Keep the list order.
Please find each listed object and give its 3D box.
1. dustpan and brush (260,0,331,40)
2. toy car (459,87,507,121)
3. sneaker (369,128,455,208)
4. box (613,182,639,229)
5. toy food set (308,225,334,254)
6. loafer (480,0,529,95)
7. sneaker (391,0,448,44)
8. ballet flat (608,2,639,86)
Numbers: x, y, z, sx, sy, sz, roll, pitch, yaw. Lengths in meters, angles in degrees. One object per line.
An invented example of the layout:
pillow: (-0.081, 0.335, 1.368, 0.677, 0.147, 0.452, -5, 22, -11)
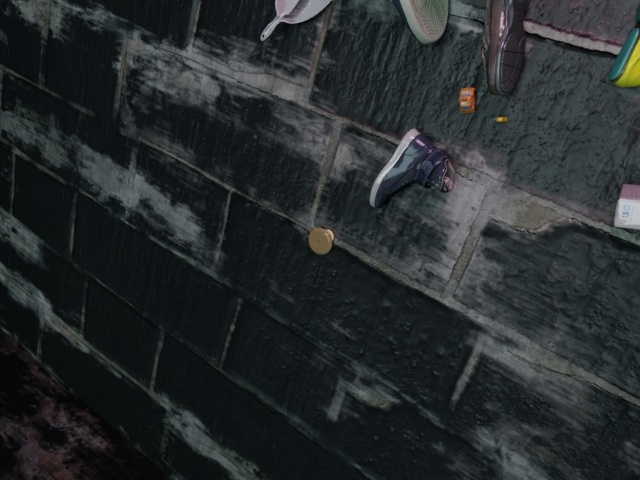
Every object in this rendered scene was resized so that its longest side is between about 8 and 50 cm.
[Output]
dustpan and brush: (-0.084, -0.616, 1.374, 0.211, 0.060, 0.147, -43, 78, 32)
toy car: (0.371, -0.312, 1.177, 0.122, 0.040, 0.060, 23, 113, 26)
sneaker: (0.230, -0.139, 1.282, 0.163, 0.086, 0.226, 42, 119, 20)
box: (0.712, -0.051, 0.914, 0.322, 0.232, 0.059, 11, 109, 29)
toy food set: (0.000, 0.000, 1.502, 0.082, 0.020, 0.083, 19, 112, 27)
loafer: (0.390, -0.449, 1.114, 0.084, 0.096, 0.268, 16, 104, 49)
sneaker: (0.163, -0.605, 1.167, 0.148, 0.131, 0.350, 10, 137, 59)
ballet flat: (0.633, -0.406, 0.978, 0.077, 0.077, 0.231, 15, 114, 6)
